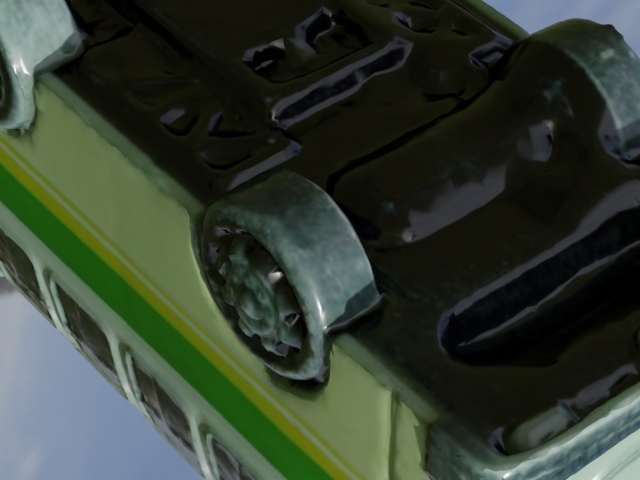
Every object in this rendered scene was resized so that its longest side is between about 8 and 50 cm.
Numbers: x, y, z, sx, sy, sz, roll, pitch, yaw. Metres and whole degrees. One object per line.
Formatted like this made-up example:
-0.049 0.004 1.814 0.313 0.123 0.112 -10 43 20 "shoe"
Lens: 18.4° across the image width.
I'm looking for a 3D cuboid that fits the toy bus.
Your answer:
0.000 0.000 0.581 0.134 0.276 0.164 -29 142 -27 "toy bus"
